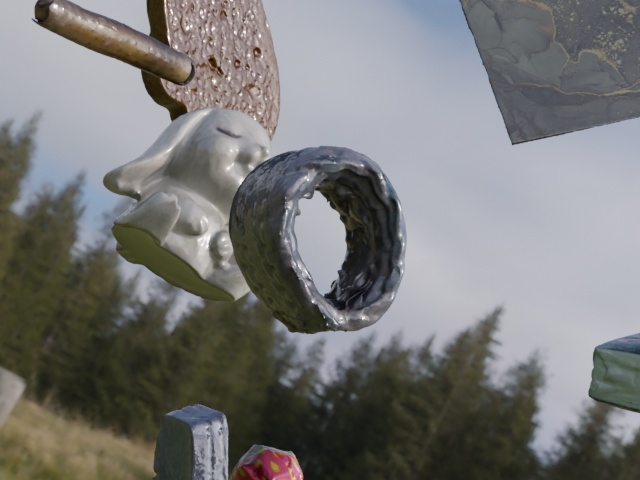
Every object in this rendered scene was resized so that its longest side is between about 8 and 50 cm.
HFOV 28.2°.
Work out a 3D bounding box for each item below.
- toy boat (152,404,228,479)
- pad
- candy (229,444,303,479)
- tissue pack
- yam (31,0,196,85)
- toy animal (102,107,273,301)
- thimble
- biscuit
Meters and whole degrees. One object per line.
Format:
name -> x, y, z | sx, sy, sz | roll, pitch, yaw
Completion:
toy boat -> -0.206, 0.407, 2.026 | 0.078, 0.283, 0.127 | 3, 3, -41
pad -> 0.282, -0.294, 1.499 | 0.248, 0.367, 0.007 | -12, -23, -9
candy -> -0.042, 0.472, 2.030 | 0.124, 0.124, 0.365 | 37, 14, -43
tissue pack -> 0.540, 0.198, 1.846 | 0.228, 0.103, 0.316 | 12, 5, 27
yam -> -0.244, -0.239, 1.528 | 0.046, 0.046, 0.264 | 22, 2, 35
toy animal -> -0.175, -0.075, 1.865 | 0.206, 0.265, 0.272 | -2, -33, 48
thimble -> 0.000, 0.000, 1.595 | 0.205, 0.236, 0.172 | 0, 2, -21
biscuit -> -0.200, -0.316, 2.225 | 0.070, 0.394, 0.350 | -1, 15, 34
